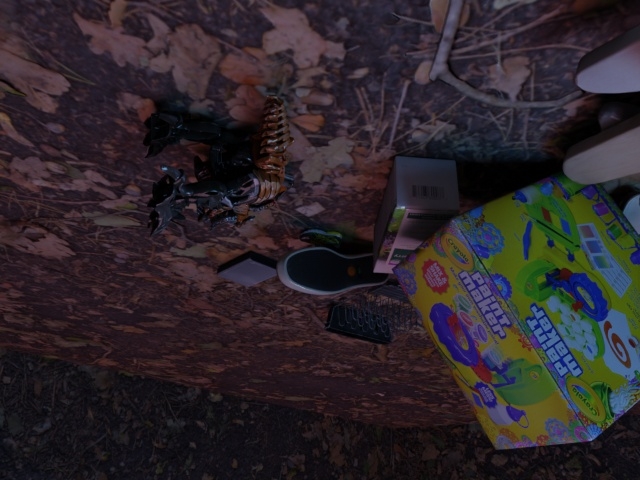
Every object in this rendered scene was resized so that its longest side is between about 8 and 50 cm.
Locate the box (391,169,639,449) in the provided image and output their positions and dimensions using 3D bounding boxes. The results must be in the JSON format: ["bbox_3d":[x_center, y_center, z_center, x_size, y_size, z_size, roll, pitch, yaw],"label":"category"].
[{"bbox_3d":[0.310,0.084,0.708,0.279,0.290,0.177,-21,164,-28],"label":"box"}]

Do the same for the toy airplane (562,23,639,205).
[{"bbox_3d":[0.447,-0.130,0.473,0.386,0.272,0.384,31,156,34],"label":"toy airplane"}]

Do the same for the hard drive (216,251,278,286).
[{"bbox_3d":[-0.158,0.066,1.137,0.094,0.022,0.135,25,146,-35],"label":"hard drive"}]

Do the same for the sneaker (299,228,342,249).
[{"bbox_3d":[0.000,0.000,0.971,0.083,0.035,0.031,0,151,4],"label":"sneaker"}]

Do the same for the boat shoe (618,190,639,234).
[{"bbox_3d":[0.498,-0.048,0.811,0.046,0.038,0.125,-30,143,18],"label":"boat shoe"}]

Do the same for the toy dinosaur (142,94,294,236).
[{"bbox_3d":[-0.128,-0.106,0.714,0.218,0.164,0.322,1,138,-27],"label":"toy dinosaur"}]

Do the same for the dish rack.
[{"bbox_3d":[0.159,0.185,1.273,0.208,0.074,0.271,18,150,-27],"label":"dish rack"}]

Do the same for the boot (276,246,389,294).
[{"bbox_3d":[-0.008,0.069,1.003,0.244,0.088,0.176,3,169,-36],"label":"boot"}]

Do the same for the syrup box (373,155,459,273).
[{"bbox_3d":[0.148,-0.030,0.829,0.093,0.096,0.237,4,152,-1],"label":"syrup box"}]
